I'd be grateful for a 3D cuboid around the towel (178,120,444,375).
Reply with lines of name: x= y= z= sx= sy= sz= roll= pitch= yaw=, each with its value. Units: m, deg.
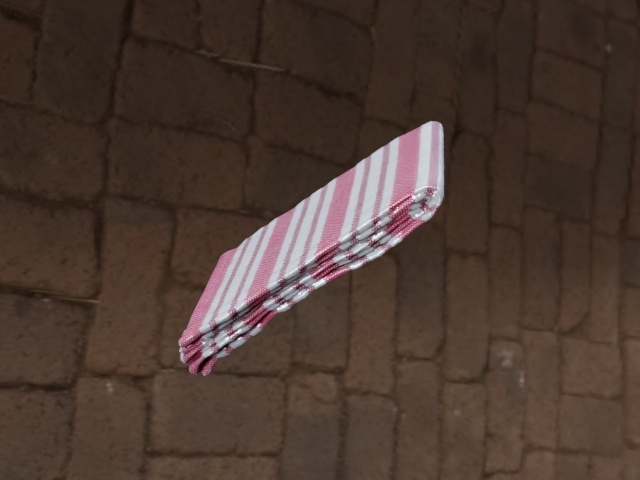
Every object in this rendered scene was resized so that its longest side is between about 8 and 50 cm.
towel: x=0.000 y=0.000 z=0.649 sx=0.029 sy=0.197 sz=0.144 roll=52 pitch=19 yaw=-15
